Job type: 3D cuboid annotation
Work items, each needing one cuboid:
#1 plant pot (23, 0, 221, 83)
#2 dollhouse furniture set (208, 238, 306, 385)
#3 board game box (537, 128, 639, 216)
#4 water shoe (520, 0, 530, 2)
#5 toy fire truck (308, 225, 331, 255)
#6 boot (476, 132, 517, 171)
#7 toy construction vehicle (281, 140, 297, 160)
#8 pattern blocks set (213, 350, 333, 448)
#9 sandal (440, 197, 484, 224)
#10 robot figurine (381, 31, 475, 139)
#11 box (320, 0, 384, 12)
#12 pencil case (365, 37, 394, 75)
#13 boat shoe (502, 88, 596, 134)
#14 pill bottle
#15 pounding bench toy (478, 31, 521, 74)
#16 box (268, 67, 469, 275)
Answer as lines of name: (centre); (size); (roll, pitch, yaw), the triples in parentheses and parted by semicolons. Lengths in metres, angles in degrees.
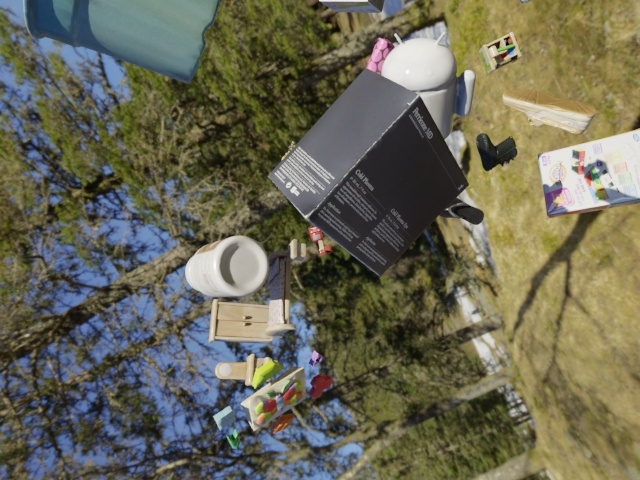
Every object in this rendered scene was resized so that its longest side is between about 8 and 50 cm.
plant pot: (-0.415, -0.544, 0.965); (0.334, 0.341, 0.341); (20, -151, -25)
dollhouse furniture set: (-0.170, 0.192, 1.071); (0.355, 0.174, 0.303); (132, 141, -60)
board game box: (0.955, -0.226, 1.499); (0.064, 0.317, 0.242); (13, -109, -53)
water shoe: (0.579, -0.774, 1.206); (0.203, 0.080, 0.072); (32, -129, -45)
toy fire truck: (0.000, 0.000, 1.743); (0.192, 0.047, 0.135); (-44, -62, -82)
boot: (0.492, -0.259, 1.186); (0.121, 0.099, 0.045); (65, 173, -27)
toy construction vehicle: (-0.134, -0.403, 1.938); (0.035, 0.098, 0.085); (30, -137, -14)
pattern blocks set: (-0.113, 0.419, 1.132); (0.026, 0.325, 0.285); (37, 155, 42)
sandal: (0.611, -0.132, 1.860); (0.054, 0.255, 0.097); (-133, 56, -69)
robot figurine: (0.274, -0.402, 1.200); (0.353, 0.300, 0.199); (78, -168, -46)
box: (0.112, -0.849, 1.449); (0.203, 0.114, 0.103); (22, -165, 32)
pencil case: (0.243, -0.771, 1.861); (0.095, 0.209, 0.098); (26, -147, -5)
boat shoe: (0.436, -0.249, 0.836); (0.170, 0.063, 0.059); (28, 144, 27)
pill bottle: (-0.227, 0.066, 0.992); (0.229, 0.131, 0.131); (-12, 110, 54)
pounding bench toy: (0.359, -0.372, 0.840); (0.052, 0.065, 0.083); (66, -166, -6)
box: (0.122, -0.135, 0.968); (0.343, 0.312, 0.179); (38, -172, -49)
